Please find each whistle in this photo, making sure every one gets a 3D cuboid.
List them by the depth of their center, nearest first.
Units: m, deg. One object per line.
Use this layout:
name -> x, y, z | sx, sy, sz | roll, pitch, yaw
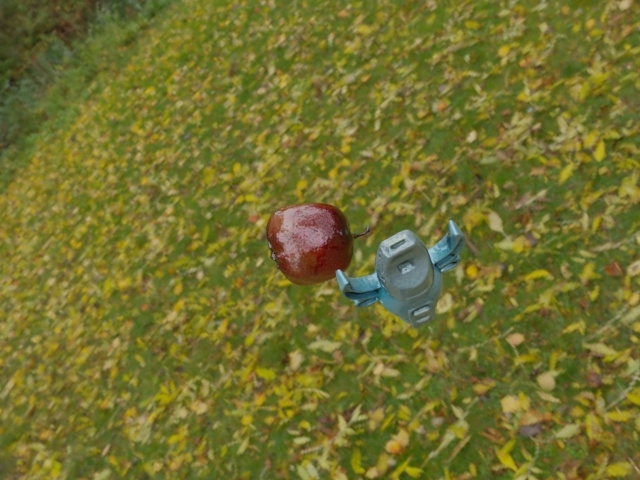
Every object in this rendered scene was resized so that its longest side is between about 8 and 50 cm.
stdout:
whistle -> 0.124, 0.056, 1.081 | 0.186, 0.274, 0.093 | -24, 64, 1

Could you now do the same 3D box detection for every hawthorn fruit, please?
hawthorn fruit -> 0.000, 0.000, 1.400 | 0.194, 0.156, 0.157 | -11, 33, -7
